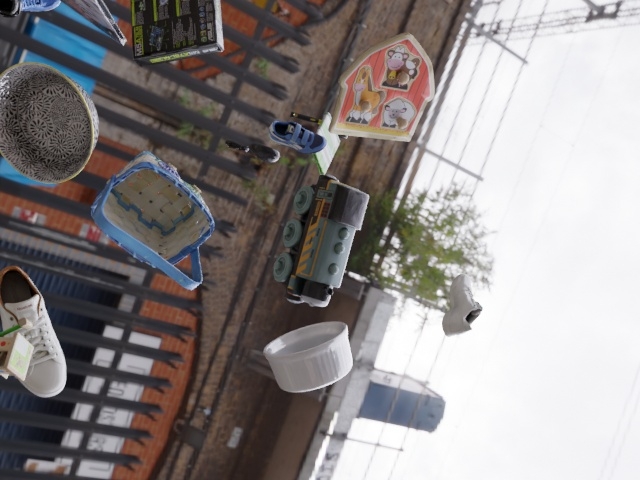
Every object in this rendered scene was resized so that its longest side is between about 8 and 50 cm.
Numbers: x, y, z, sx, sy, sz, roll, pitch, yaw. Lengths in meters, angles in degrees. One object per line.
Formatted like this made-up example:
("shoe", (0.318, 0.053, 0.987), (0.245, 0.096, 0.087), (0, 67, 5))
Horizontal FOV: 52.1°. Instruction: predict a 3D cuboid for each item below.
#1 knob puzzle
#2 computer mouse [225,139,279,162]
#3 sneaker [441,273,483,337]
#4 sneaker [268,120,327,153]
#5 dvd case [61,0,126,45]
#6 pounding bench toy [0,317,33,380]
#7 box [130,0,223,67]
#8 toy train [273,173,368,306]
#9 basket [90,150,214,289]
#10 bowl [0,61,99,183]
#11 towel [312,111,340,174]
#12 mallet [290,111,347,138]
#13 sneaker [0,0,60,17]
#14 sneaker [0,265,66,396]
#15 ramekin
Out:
("knob puzzle", (0.121, -0.261, 1.132), (0.213, 0.213, 0.030), (-56, -142, 22))
("computer mouse", (-0.214, -0.271, 1.996), (0.242, 0.071, 0.041), (17, -93, 46))
("sneaker", (0.400, 0.175, 1.781), (0.094, 0.080, 0.212), (-14, -143, 36))
("sneaker", (-0.055, -0.245, 1.543), (0.059, 0.144, 0.053), (95, 9, -69))
("dvd case", (-0.457, -0.456, 1.225), (0.018, 0.164, 0.221), (-54, -179, -6))
("pounding bench toy", (-0.447, 0.149, 0.919), (0.052, 0.065, 0.083), (83, 8, -58))
("box", (-0.297, -0.465, 1.342), (0.184, 0.045, 0.191), (-9, -102, 12))
("toy train", (0.000, 0.000, 1.603), (0.190, 0.142, 0.334), (12, -95, 56))
("basket", (-0.354, -0.047, 1.375), (0.201, 0.254, 0.289), (-36, -146, 17))
("bowl", (-0.385, -0.174, 0.953), (0.170, 0.170, 0.080), (-55, 178, 23))
("towel", (0.009, -0.272, 1.835), (0.023, 0.113, 0.152), (1, -135, 27))
("mallet", (-0.001, -0.356, 2.019), (0.039, 0.189, 0.063), (179, -82, -87))
("sneaker", (-0.662, -0.532, 1.465), (0.085, 0.152, 0.058), (-117, -150, -50))
("sneaker", (-0.616, 0.189, 1.368), (0.290, 0.105, 0.123), (64, -29, 7))
("ramekin", (-0.032, 0.370, 2.079), (0.277, 0.277, 0.135), (-4, -76, 57))
